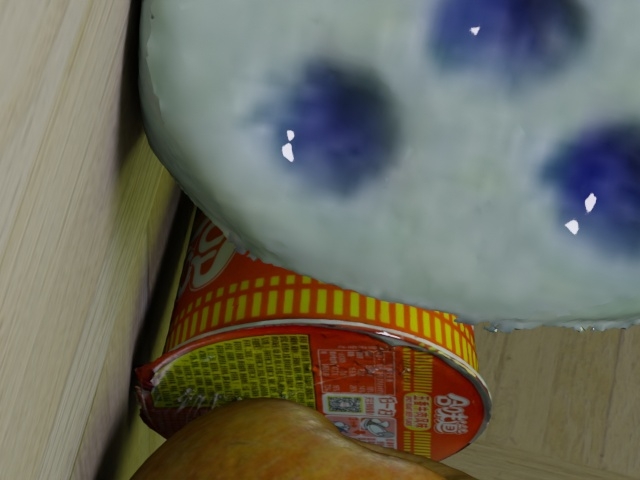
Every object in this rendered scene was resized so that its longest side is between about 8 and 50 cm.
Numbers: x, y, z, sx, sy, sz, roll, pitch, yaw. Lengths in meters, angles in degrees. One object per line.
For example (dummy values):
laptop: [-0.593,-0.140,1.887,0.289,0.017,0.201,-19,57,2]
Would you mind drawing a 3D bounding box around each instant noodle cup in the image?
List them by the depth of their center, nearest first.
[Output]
instant noodle cup: [0.000,0.000,1.003,0.193,0.193,0.212,101,-7,-59]

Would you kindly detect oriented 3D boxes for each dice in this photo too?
dice: [0.081,-0.142,0.738,0.268,0.264,0.263,-72,175,-60]

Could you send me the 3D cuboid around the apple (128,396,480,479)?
apple: [0.000,0.202,0.898,0.264,0.264,0.264,13,90,-89]
